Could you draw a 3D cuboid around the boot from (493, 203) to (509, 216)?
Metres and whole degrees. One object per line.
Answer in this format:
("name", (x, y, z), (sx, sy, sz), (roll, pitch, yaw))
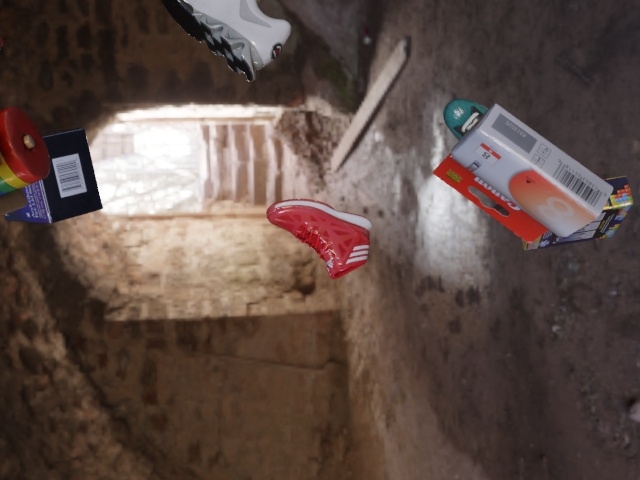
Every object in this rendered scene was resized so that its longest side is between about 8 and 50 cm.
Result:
("boot", (0.343, -0.040, 1.462), (0.037, 0.106, 0.114), (62, -154, -20))

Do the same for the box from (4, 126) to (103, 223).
("box", (-0.504, -0.117, 1.541), (0.207, 0.108, 0.153), (2, 107, 48))

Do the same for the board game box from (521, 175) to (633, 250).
("board game box", (0.377, -0.038, 1.269), (0.170, 0.141, 0.048), (63, -160, -72))

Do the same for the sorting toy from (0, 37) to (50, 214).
("sorting toy", (-0.391, -0.147, 0.886), (0.255, 0.089, 0.257), (-63, -48, -79))

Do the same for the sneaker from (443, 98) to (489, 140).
("sneaker", (0.411, -0.227, 1.974), (0.108, 0.302, 0.121), (-50, -6, 10))

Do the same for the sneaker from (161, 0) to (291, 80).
("sneaker", (-0.192, -0.449, 1.603), (0.330, 0.146, 0.122), (42, 167, 13))

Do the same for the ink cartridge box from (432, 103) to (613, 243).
("ink cartridge box", (0.193, -0.051, 0.881), (0.045, 0.145, 0.179), (-54, 0, -24))

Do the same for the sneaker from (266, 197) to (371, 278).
("sneaker", (0.000, 0.000, 1.648), (0.087, 0.221, 0.128), (127, 148, -57))
